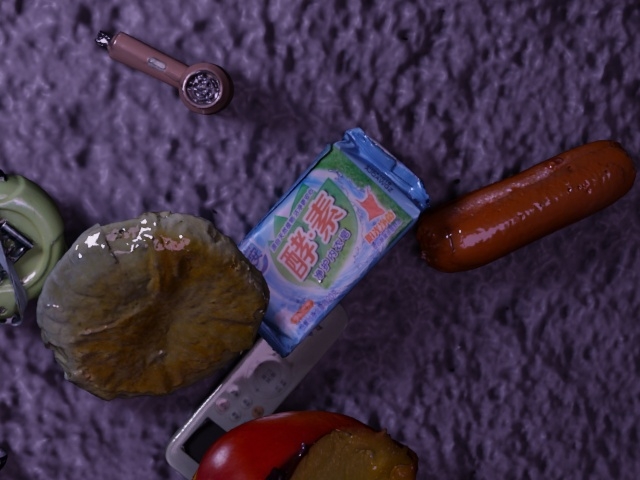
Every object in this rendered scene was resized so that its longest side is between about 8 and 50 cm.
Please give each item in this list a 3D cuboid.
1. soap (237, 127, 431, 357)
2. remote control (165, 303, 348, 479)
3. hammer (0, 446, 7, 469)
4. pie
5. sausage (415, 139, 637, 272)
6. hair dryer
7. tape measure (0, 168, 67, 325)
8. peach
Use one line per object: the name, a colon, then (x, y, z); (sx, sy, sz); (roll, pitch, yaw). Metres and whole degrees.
soap: (0.000, 0.000, 1.745); (0.156, 0.077, 0.293); (42, 86, 0)
remote control: (-0.087, 0.191, 1.801); (0.090, 0.038, 0.309); (43, 87, -22)
hammer: (-0.549, 0.152, 1.637); (0.152, 0.044, 0.427); (-43, 113, -6)
pie: (-0.204, 0.083, 1.659); (0.306, 0.071, 0.306); (-8, 135, -8)
sausage: (0.285, -0.047, 1.844); (0.330, 0.102, 0.102); (-24, 109, -12)
hair dryer: (-0.193, -0.210, 1.650); (0.182, 0.117, 0.064); (25, 95, -2)
tape measure: (-0.394, 0.002, 1.618); (0.175, 0.106, 0.200); (-41, 113, -3)
peach: (-0.036, 0.330, 1.756); (0.362, 0.201, 0.258); (-19, 113, -47)
